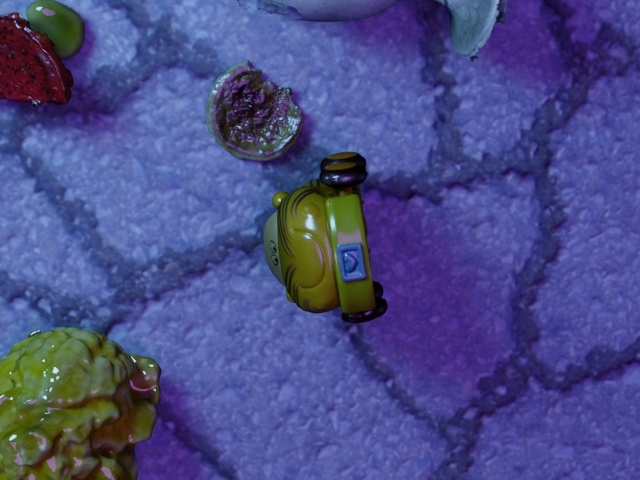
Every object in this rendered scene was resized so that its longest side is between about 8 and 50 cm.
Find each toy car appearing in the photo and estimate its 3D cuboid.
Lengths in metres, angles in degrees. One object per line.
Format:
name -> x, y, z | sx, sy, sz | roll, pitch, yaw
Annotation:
toy car -> 0.000, 0.000, 1.831 | 0.142, 0.248, 0.200 | -9, 100, 2

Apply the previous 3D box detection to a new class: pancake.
pancake -> -0.087, -0.160, 1.886 | 0.129, 0.022, 0.116 | 31, 94, -12

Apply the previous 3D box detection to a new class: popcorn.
popcorn -> -0.311, 0.224, 1.837 | 0.251, 0.206, 0.237 | -9, 88, -28

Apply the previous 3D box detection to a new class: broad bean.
broad bean -> -0.325, -0.263, 1.800 | 0.063, 0.045, 0.083 | -36, 114, 3

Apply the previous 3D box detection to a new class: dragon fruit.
dragon fruit -> -0.358, -0.226, 1.766 | 0.162, 0.083, 0.106 | 9, 116, 28

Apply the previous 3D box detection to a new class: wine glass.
wine glass -> 0.050, -0.344, 1.790 | 0.357, 0.190, 0.190 | 10, 100, -16
